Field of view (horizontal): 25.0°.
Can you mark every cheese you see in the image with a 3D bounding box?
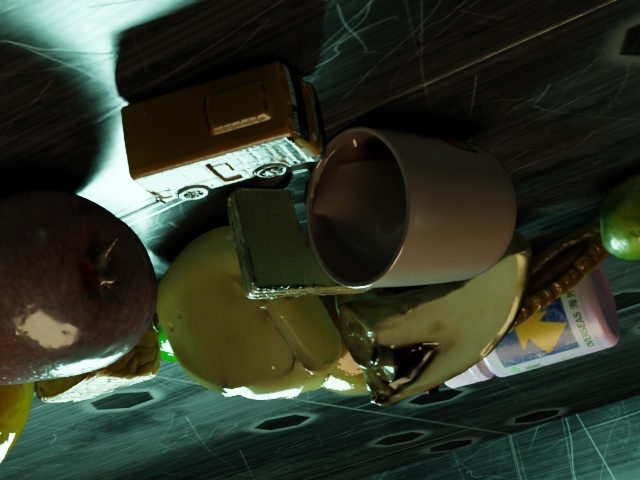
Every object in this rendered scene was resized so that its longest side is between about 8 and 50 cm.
[{"bbox_3d":[-0.118,0.112,2.002,0.128,0.259,0.316,-31,-175,-42],"label":"cheese"}]

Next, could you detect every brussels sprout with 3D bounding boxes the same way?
[{"bbox_3d":[0.466,-0.038,2.068,0.155,0.117,0.155,-26,144,-20],"label":"brussels sprout"}]

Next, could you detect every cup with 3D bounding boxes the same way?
[{"bbox_3d":[0.099,-0.042,1.789,0.200,0.191,0.253,1,-173,-39],"label":"cup"}]

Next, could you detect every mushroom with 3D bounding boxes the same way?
[{"bbox_3d":[0.127,0.092,2.022,0.292,0.212,0.217,-34,148,-29],"label":"mushroom"}]

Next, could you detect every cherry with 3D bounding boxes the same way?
[{"bbox_3d":[-0.337,0.063,1.727,0.307,0.221,0.261,-36,144,28],"label":"cherry"}]

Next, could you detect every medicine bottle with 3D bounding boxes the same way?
[{"bbox_3d":[0.326,0.125,2.356,0.291,0.178,0.178,-18,160,19],"label":"medicine bottle"}]

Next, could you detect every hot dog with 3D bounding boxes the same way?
[{"bbox_3d":[0.347,0.057,2.168,0.289,0.068,0.083,-37,156,-26],"label":"hot dog"}]

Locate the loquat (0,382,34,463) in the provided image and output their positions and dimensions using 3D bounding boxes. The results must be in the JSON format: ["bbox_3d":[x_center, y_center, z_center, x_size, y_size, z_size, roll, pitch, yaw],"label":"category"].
[{"bbox_3d":[-0.528,0.220,1.903,0.328,0.359,0.328,-35,172,-6],"label":"loquat"}]

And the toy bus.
[{"bbox_3d":[-0.105,-0.119,1.548,0.201,0.098,0.114,-15,161,14],"label":"toy bus"}]

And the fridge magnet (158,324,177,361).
[{"bbox_3d":[-0.168,0.132,2.223,0.208,0.088,0.208,-13,157,-6],"label":"fridge magnet"}]

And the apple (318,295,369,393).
[{"bbox_3d":[0.043,0.124,2.160,0.188,0.211,0.211,34,137,-32],"label":"apple"}]

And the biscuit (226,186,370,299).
[{"bbox_3d":[0.000,0.000,1.875,0.250,0.147,0.046,-2,155,-30],"label":"biscuit"}]

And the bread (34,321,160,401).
[{"bbox_3d":[-0.332,0.156,2.135,0.149,0.143,0.158,4,160,-38],"label":"bread"}]
